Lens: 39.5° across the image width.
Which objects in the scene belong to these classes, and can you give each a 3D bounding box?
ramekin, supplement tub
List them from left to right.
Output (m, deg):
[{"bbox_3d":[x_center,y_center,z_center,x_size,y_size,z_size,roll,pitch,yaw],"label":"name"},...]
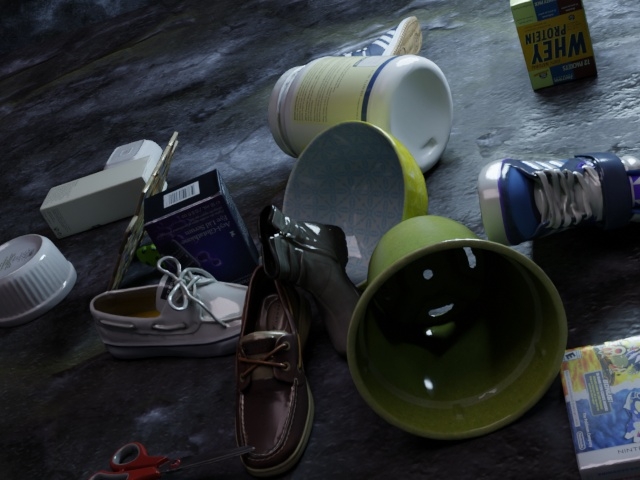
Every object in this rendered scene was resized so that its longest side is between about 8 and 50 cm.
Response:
[{"bbox_3d":[-0.638,0.078,1.902,0.207,0.109,0.207,-18,31,11],"label":"ramekin"},{"bbox_3d":[0.076,-0.253,1.801,0.325,0.235,0.235,10,45,43],"label":"supplement tub"}]

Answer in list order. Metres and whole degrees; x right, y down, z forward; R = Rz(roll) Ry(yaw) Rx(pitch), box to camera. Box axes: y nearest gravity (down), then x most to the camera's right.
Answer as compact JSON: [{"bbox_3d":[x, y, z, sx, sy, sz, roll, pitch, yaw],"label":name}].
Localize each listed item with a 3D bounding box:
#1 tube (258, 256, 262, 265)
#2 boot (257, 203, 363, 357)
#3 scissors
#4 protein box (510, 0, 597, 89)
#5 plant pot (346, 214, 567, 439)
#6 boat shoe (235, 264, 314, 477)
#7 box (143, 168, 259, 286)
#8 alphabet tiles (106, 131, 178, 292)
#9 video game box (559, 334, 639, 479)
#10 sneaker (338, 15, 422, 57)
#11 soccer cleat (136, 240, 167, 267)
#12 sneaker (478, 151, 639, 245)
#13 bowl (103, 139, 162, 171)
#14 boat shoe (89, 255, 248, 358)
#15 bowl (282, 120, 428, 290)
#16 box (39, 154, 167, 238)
[{"bbox_3d":[0.000,0.000,1.643,0.240,0.062,0.070,-32,73,-22],"label":"tube"},{"bbox_3d":[-0.022,0.066,1.377,0.083,0.161,0.246,-39,54,35],"label":"boot"},{"bbox_3d":[-0.223,0.332,1.273,0.297,0.021,0.109,-9,28,38],"label":"scissors"},{"bbox_3d":[0.487,-0.460,1.874,0.136,0.199,0.201,-12,33,20],"label":"protein box"},{"bbox_3d":[0.164,0.086,1.223,0.276,0.276,0.254,-21,20,5],"label":"plant pot"},{"bbox_3d":[-0.081,0.178,1.319,0.123,0.123,0.342,-12,44,18],"label":"boat shoe"},{"bbox_3d":[-0.212,-0.001,1.635,0.153,0.207,0.108,-24,31,3],"label":"box"},{"bbox_3d":[-0.357,-0.051,1.799,0.011,0.285,0.342,21,36,-6],"label":"alphabet tiles"},{"bbox_3d":[0.392,0.196,1.073,0.187,0.048,0.205,-13,32,14],"label":"video game box"},{"bbox_3d":[0.145,-0.462,2.211,0.153,0.099,0.282,-1,41,31],"label":"sneaker"},{"bbox_3d":[-0.285,0.015,1.816,0.179,0.060,0.072,-8,24,13],"label":"soccer cleat"},{"bbox_3d":[0.384,-0.073,1.316,0.236,0.130,0.323,-9,-1,28],"label":"sneaker"},{"bbox_3d":[-0.490,-0.206,2.298,0.142,0.053,0.142,-13,34,20],"label":"bowl"},{"bbox_3d":[-0.239,0.103,1.538,0.367,0.156,0.135,-6,36,24],"label":"boat shoe"},{"bbox_3d":[0.087,-0.048,1.522,0.156,0.289,0.289,8,5,-43],"label":"bowl"},{"bbox_3d":[-0.510,-0.102,2.108,0.275,0.094,0.113,-16,32,13],"label":"box"}]
